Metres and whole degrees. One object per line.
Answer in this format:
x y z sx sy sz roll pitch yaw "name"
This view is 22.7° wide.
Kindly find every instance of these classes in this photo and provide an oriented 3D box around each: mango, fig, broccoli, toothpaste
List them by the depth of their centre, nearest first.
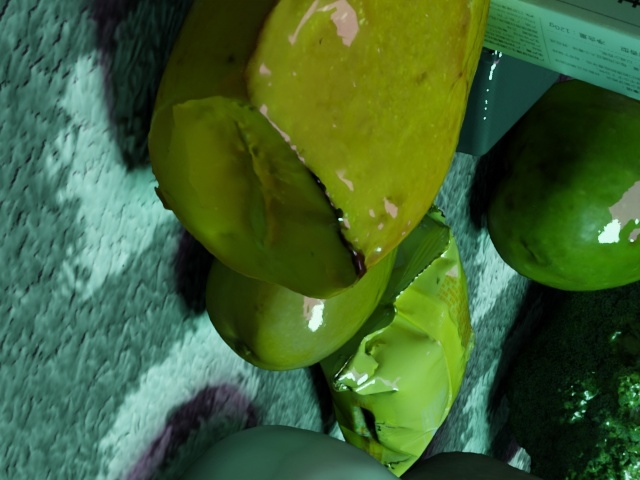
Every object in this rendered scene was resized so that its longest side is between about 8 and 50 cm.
0.016 -0.105 0.849 0.257 0.138 0.187 -53 136 -38 "mango"
0.181 -0.131 0.948 0.071 0.313 0.089 -60 156 -15 "toothpaste"
0.000 0.000 0.979 0.130 0.092 0.195 84 27 -47 "mango"
0.236 -0.040 1.359 0.181 0.191 0.181 -165 -90 -78 "fig"
0.328 0.178 1.635 0.321 0.283 0.304 -3 105 -85 "broccoli"

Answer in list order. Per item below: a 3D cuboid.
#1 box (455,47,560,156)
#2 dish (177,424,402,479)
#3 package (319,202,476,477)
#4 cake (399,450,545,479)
0.143 -0.188 1.154 0.160 0.050 0.230 -44 149 -44 "box"
0.001 0.243 1.004 0.256 0.117 0.256 5 81 -31 "dish"
0.061 0.083 1.184 0.168 0.090 0.226 -59 159 -25 "package"
0.152 0.350 1.379 0.230 0.308 0.237 -27 133 -61 "cake"
